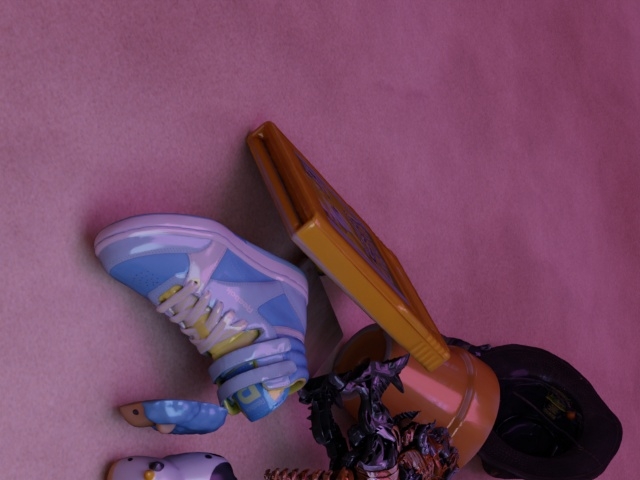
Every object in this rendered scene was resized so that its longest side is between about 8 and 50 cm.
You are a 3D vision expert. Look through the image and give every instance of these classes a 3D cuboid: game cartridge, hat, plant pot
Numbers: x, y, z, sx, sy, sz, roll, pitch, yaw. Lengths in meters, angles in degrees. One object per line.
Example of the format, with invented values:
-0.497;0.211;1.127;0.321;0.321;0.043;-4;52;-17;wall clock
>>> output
0.042;0.009;1.734;0.324;0.053;0.285;43;12;-33;game cartridge
0.345;0.328;2.192;0.331;0.331;0.134;-45;163;-52;hat
0.123;0.220;1.866;0.188;0.205;0.205;37;51;-27;plant pot

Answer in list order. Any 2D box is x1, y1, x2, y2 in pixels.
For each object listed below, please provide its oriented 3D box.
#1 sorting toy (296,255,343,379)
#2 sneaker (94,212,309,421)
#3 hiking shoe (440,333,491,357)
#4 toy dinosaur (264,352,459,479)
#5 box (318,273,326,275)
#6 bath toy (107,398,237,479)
-0.040;0.118;1.756;0.274;0.046;0.132;-49;123;-50;sorting toy
-0.123;0.099;1.503;0.319;0.127;0.208;21;49;-41;sneaker
0.214;0.253;2.031;0.086;0.114;0.226;80;18;-60;hiking shoe
0.065;0.270;1.656;0.322;0.164;0.218;5;71;-66;toy dinosaur
0.000;0.000;1.872;0.083;0.018;0.067;62;37;-26;box
-0.159;0.353;1.443;0.151;0.129;0.348;-3;84;-17;bath toy
